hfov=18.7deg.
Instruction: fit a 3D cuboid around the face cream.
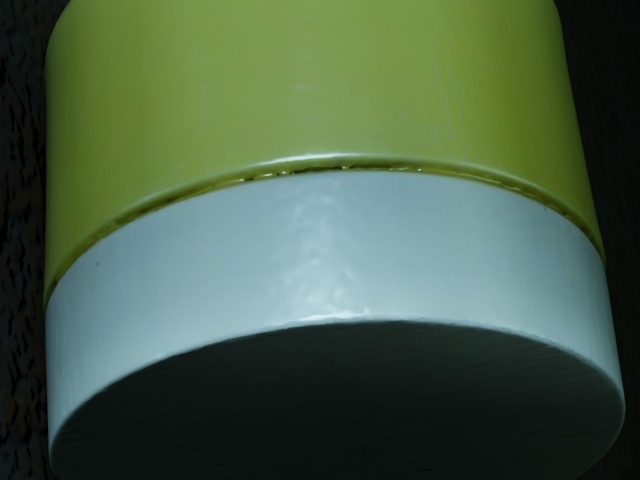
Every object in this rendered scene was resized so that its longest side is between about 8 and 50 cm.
[{"bbox_3d":[0.000,0.000,0.767,0.218,0.218,0.179,48,32,-56],"label":"face cream"}]
